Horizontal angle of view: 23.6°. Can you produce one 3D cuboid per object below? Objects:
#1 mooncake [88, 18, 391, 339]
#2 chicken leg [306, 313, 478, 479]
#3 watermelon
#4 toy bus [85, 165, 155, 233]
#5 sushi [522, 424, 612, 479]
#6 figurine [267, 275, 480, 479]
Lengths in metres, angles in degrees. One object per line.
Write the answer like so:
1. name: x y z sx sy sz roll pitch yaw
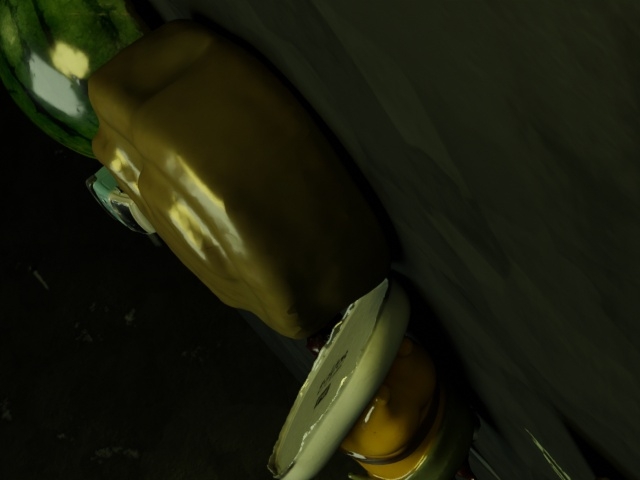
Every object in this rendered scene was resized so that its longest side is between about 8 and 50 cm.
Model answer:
1. mooncake: -0.053 -0.030 1.017 0.235 0.117 0.235 49 170 12
2. chicken leg: 0.057 0.139 1.429 0.234 0.063 0.105 49 178 -7
3. watermelon: -0.200 -0.153 1.250 0.232 0.127 0.204 54 170 -7
4. toy bus: -0.136 -0.061 1.344 0.075 0.123 0.060 40 168 41
5. sushi: 0.184 0.169 0.914 0.120 0.026 0.126 52 178 -39
6. figurine: 0.062 0.132 1.147 0.141 0.166 0.250 28 160 -3
